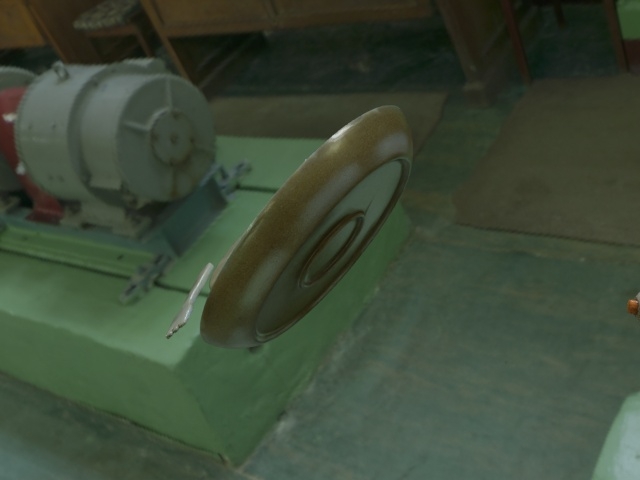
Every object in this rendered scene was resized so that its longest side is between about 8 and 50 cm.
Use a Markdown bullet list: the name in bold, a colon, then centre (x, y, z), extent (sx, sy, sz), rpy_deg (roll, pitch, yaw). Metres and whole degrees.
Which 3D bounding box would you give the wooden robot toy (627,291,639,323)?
- **wooden robot toy**: centre (0.284, 0.055, 0.688), extent (0.079, 0.173, 0.076), rpy_deg (0, 37, 0)

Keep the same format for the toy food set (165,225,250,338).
- **toy food set**: centre (-0.054, 0.017, 0.777), extent (0.192, 0.038, 0.132), rpy_deg (-40, 16, 28)

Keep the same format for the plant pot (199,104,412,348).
- **plant pot**: centre (0.000, 0.000, 0.664), extent (0.032, 0.236, 0.236), rpy_deg (40, 67, 14)
